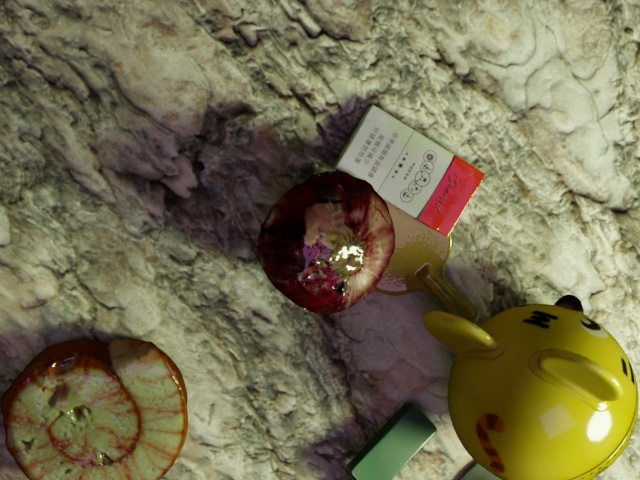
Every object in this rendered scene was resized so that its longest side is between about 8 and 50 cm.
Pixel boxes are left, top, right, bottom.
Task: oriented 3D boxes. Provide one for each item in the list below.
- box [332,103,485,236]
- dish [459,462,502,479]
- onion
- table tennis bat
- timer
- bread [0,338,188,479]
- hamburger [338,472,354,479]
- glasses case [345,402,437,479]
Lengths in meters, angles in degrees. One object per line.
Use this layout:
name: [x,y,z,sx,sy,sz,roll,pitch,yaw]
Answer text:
box: [0.158,-0.123,1.803,0.245,0.035,0.139,29,94,-12]
dish: [0.417,0.579,2.075,0.317,0.106,0.316,-3,109,-8]
onion: [0.000,0.000,1.749,0.252,0.219,0.252,-13,113,-33]
table tennis bat: [0.179,0.043,1.879,0.198,0.050,0.321,-42,107,6]
timer: [0.388,0.255,1.812,0.376,0.376,0.387,-31,135,3]
bread: [-0.405,0.326,1.854,0.328,0.114,0.295,-6,111,-7]
hamburger: [0.079,0.506,2.028,0.121,0.054,0.084,-34,115,7]
glasses case: [0.138,0.405,1.972,0.184,0.039,0.078,-44,102,-12]
